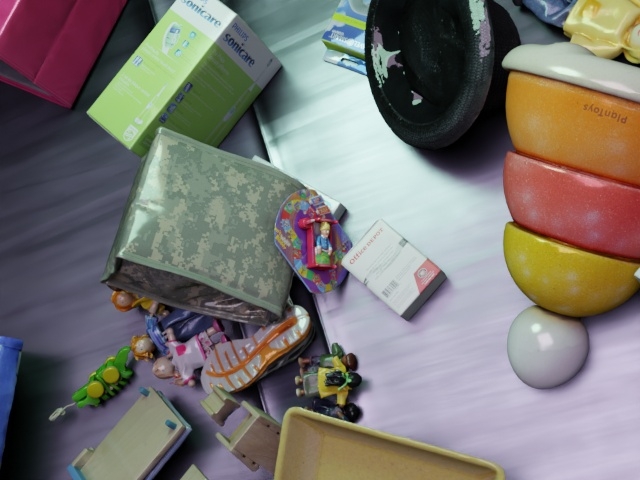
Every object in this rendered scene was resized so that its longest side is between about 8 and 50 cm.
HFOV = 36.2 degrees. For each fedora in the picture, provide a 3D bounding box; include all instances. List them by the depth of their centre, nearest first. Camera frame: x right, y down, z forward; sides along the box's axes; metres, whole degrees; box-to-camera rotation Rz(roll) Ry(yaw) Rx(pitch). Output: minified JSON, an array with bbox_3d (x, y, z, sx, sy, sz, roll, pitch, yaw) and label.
[{"bbox_3d":[0.207,-0.306,1.545,0.334,0.152,0.334,3,93,58],"label":"fedora"}]

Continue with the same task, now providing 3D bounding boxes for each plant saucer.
[{"bbox_3d":[0.088,0.430,1.422,0.333,0.081,0.333,12,98,21],"label":"plant saucer"}]

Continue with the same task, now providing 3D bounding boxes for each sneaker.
[{"bbox_3d":[-0.095,0.188,1.579,0.215,0.083,0.084,-31,63,8],"label":"sneaker"}]

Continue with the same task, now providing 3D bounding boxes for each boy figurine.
[{"bbox_3d":[0.433,-0.348,1.534,0.285,0.092,0.177,41,89,27],"label":"boy figurine"}]

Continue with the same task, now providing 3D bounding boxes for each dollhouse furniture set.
[{"bbox_3d":[-0.204,0.357,1.572,0.286,0.198,0.303,-51,41,-6],"label":"dollhouse furniture set"}]

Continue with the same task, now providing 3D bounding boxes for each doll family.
[{"bbox_3d":[0.022,0.254,1.533,0.111,0.076,0.193,-9,78,13],"label":"doll family"},{"bbox_3d":[-0.262,0.123,1.658,0.163,0.118,0.263,-29,87,4],"label":"doll family"}]

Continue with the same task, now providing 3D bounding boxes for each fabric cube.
[{"bbox_3d":[-0.560,-0.439,1.815,0.254,0.259,0.258,23,83,24],"label":"fabric cube"}]

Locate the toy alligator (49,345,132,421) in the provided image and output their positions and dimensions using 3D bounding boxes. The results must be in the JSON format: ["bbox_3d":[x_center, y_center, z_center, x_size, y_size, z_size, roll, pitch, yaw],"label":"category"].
[{"bbox_3d":[-0.382,0.259,1.684,0.189,0.056,0.051,-43,107,5],"label":"toy alligator"}]

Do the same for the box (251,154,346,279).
[{"bbox_3d":[-0.072,-0.040,1.658,0.186,0.038,0.145,31,88,22],"label":"box"}]

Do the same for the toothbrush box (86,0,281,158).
[{"bbox_3d":[-0.226,-0.261,1.678,0.122,0.206,0.283,40,92,24],"label":"toothbrush box"}]

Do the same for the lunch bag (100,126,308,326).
[{"bbox_3d":[-0.166,-0.010,1.542,0.287,0.169,0.235,19,64,-15],"label":"lunch bag"}]

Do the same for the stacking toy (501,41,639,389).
[{"bbox_3d":[0.365,-0.017,1.398,0.350,0.350,0.480,22,101,23],"label":"stacking toy"}]

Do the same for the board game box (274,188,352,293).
[{"bbox_3d":[0.000,0.000,1.552,0.033,0.169,0.133,-13,30,45],"label":"board game box"}]

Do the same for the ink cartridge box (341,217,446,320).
[{"bbox_3d":[0.116,0.046,1.559,0.135,0.056,0.099,42,92,23],"label":"ink cartridge box"}]

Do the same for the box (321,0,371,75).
[{"bbox_3d":[0.079,-0.383,1.692,0.109,0.042,0.178,24,84,23],"label":"box"}]

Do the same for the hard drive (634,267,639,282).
[{"bbox_3d":[0.584,-0.018,1.334,0.319,0.210,0.040,-49,39,2],"label":"hard drive"}]

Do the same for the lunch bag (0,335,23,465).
[{"bbox_3d":[-0.687,0.315,1.677,0.385,0.239,0.328,-2,74,26],"label":"lunch bag"}]
